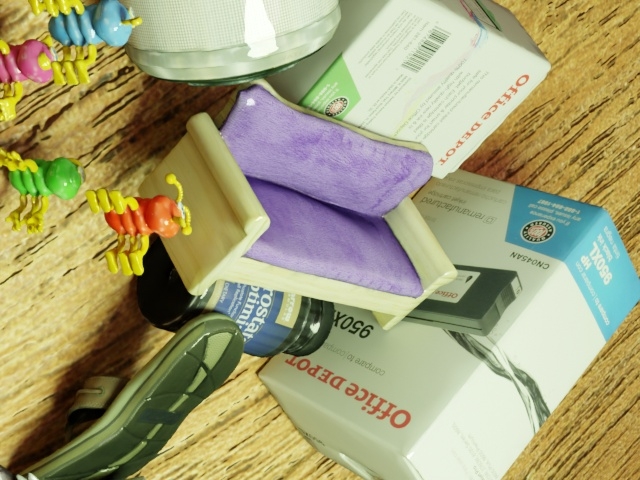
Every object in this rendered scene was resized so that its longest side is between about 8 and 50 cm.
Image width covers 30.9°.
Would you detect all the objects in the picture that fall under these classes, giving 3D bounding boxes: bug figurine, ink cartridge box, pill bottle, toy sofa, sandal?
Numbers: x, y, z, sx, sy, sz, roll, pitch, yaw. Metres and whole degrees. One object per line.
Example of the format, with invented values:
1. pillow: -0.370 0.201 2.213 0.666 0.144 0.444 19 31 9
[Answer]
1. bug figurine: -0.229 -0.109 1.082 0.072 0.216 0.279 -46 133 -49
2. ink cartridge box: 0.162 0.118 1.446 0.395 0.285 0.166 -48 129 -18
3. ink cartridge box: 0.098 -0.204 1.338 0.278 0.117 0.201 15 129 -43
4. pill bottle: -0.090 0.065 1.321 0.219 0.123 0.122 22 90 -43
5. toy sofa: 0.003 -0.027 1.248 0.177 0.150 0.363 -44 147 23
6. sandal: -0.207 0.175 1.254 0.303 0.086 0.120 -43 150 8

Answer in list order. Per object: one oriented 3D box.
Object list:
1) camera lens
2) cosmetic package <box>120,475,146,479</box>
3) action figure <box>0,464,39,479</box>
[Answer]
1. camera lens: -0.103 -0.301 1.114 0.219 0.219 0.274 -27 121 -31
2. cosmetic package: -0.305 0.358 1.169 0.296 0.129 0.153 -10 111 -17
3. action figure: -0.352 0.255 1.054 0.185 0.285 0.099 -36 154 -22
